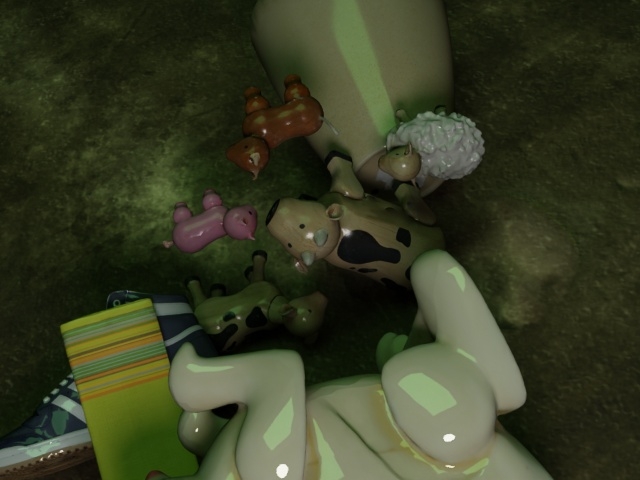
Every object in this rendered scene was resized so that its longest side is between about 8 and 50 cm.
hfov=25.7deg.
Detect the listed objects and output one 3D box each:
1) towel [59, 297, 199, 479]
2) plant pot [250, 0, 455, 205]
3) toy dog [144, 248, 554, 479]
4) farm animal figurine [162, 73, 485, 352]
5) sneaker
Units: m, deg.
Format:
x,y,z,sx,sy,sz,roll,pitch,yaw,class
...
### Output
x,y,z,sx,sy,sz,roll,pitch,yaw,class
-0.195,0.185,1.472,0.102,0.021,0.237,-16,78,-7,towel
0.065,-0.186,1.742,0.256,0.256,0.274,-18,55,2,plant pot
-0.011,0.263,1.263,0.407,0.284,0.395,-24,78,-18,toy dog
0.000,0.000,1.568,0.326,0.330,0.172,4,36,-17,farm animal figurine
-0.250,0.152,1.533,0.282,0.099,0.153,-20,77,-10,sneaker
